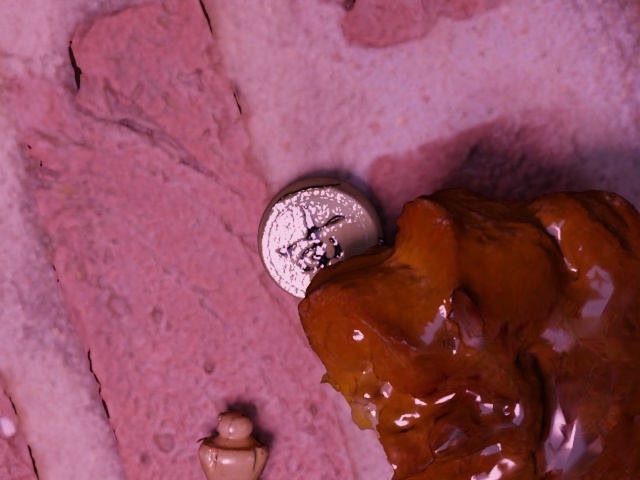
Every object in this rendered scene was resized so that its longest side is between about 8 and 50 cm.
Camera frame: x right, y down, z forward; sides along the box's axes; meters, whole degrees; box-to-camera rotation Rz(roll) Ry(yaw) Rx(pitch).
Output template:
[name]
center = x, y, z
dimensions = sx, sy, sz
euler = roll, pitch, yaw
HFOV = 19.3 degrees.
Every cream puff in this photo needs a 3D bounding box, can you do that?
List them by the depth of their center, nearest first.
[cream puff]
center = 0.113, 0.072, 1.188
dimensions = 0.269, 0.155, 0.241
euler = 13, 102, -21

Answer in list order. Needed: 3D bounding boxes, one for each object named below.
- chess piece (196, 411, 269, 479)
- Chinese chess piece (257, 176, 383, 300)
[chess piece]
center = -0.063, 0.200, 1.269
dimensions = 0.060, 0.060, 0.172
euler = 3, 98, 1
[Chinese chess piece]
center = 0.000, 0.000, 1.239
dimensions = 0.084, 0.034, 0.084
euler = 0, 101, 2
